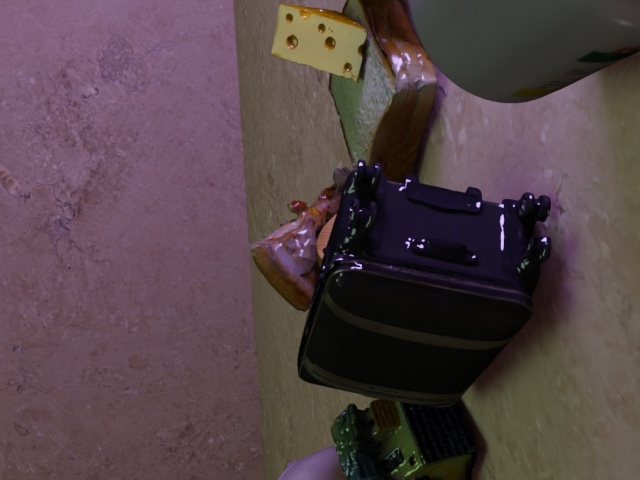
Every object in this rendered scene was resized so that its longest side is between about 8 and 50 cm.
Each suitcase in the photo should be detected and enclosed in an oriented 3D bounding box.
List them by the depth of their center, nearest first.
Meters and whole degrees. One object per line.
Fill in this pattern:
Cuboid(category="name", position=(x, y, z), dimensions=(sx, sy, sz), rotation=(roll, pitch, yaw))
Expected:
Cuboid(category="suitcase", position=(0.124, 0.091, 0.976), dimensions=(0.434, 0.282, 0.194), rotation=(106, 174, -58))

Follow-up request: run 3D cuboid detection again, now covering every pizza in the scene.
Cuboid(category="pizza", position=(0.000, 0.000, 1.316), dimensions=(0.071, 0.297, 0.189), rotation=(-19, 108, 44))

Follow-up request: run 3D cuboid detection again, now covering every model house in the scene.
Cuboid(category="model house", position=(0.156, 0.331, 1.174), dimensions=(0.211, 0.170, 0.194), rotation=(-48, 32, 21))

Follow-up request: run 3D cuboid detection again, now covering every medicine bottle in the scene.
Cuboid(category="medicine bottle", position=(0.225, -0.252, 0.559), dimensions=(0.339, 0.208, 0.209), rotation=(165, 97, -75))

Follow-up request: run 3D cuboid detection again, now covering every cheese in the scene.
Cuboid(category="cheese", position=(0.018, -0.340, 1.209), dimensions=(0.171, 0.126, 0.093), rotation=(39, 125, 43))

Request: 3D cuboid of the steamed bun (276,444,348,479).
Cuboid(category="steamed bun", position=(0.052, 0.553, 1.318), dimensions=(0.333, 0.373, 0.334), rotation=(3, 95, 40))

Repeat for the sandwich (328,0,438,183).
Cuboid(category="sandwich", position=(0.102, -0.271, 1.233), dimensions=(0.271, 0.099, 0.301), rotation=(108, 154, -49))

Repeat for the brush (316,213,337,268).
Cuboid(category="brush", position=(0.128, 0.043, 1.208), dimensions=(0.266, 0.174, 0.166), rotation=(7, 141, 44))

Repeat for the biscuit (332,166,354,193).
Cuboid(category="biscuit", position=(0.085, -0.077, 1.462), dimensions=(0.239, 0.061, 0.108), rotation=(-135, 42, -65))
